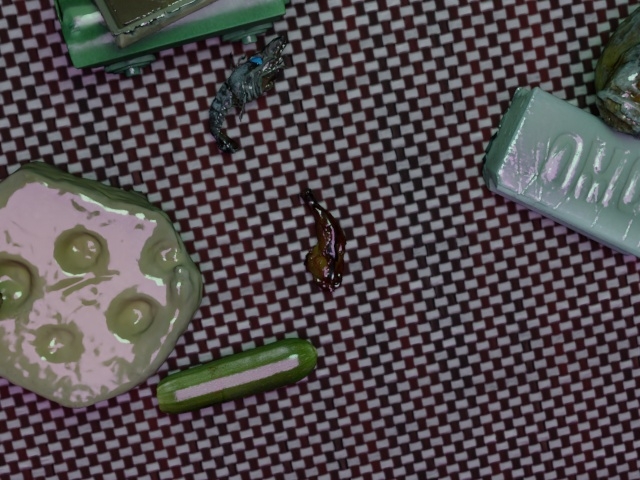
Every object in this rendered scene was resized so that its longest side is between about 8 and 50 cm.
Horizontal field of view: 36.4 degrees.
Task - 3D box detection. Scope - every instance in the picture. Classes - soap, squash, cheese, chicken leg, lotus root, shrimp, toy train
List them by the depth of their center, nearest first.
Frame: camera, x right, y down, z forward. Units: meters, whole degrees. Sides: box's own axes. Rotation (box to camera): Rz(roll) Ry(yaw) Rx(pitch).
[{"bbox_3d":[-0.176,-0.287,1.198,0.300,0.202,0.120,-15,95,-2],"label":"toy train"},{"bbox_3d":[-0.323,0.052,1.280,0.318,0.115,0.326,-19,101,-2],"label":"cheese"},{"bbox_3d":[-0.101,-0.199,1.280,0.076,0.082,0.174,29,102,-13],"label":"shrimp"},{"bbox_3d":[0.498,-0.260,1.282,0.349,0.175,0.175,-37,100,-9],"label":"lotus root"},{"bbox_3d":[0.361,-0.089,1.330,0.261,0.094,0.150,24,96,-8],"label":"soap"},{"bbox_3d":[-0.114,0.187,1.345,0.228,0.066,0.066,-16,100,-2],"label":"squash"},{"bbox_3d":[0.005,0.000,1.346,0.062,0.037,0.145,-1,101,9],"label":"chicken leg"}]

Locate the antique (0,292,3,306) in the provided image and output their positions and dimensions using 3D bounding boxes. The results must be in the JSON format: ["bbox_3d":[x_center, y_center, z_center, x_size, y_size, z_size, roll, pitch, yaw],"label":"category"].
[{"bbox_3d":[-0.528,0.012,1.199,0.310,0.087,0.093,39,106,17],"label":"antique"}]

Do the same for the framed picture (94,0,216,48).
[{"bbox_3d":[-0.137,-0.377,1.109,0.315,0.024,0.232,-27,72,-7],"label":"framed picture"}]
